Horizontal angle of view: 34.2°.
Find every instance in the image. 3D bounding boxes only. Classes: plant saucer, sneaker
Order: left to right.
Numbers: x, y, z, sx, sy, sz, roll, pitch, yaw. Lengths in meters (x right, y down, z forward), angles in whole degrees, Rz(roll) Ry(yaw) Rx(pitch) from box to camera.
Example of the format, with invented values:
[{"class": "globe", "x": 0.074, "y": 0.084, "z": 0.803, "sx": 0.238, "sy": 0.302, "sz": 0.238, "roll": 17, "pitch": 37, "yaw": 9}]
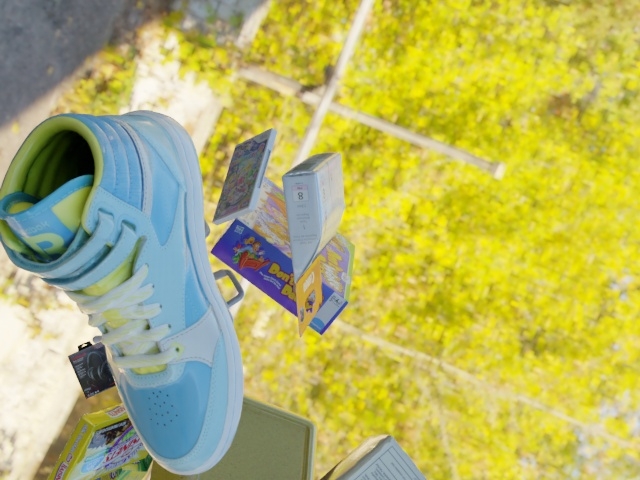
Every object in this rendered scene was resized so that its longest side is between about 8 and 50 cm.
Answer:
[{"class": "sneaker", "x": -0.169, "y": 0.045, "z": 0.834, "sx": 0.208, "sy": 0.127, "sz": 0.318, "roll": 0, "pitch": 76, "yaw": -70}, {"class": "plant saucer", "x": -0.135, "y": 0.413, "z": 1.888, "sx": 0.081, "sy": 0.333, "sz": 0.332, "roll": -42, "pitch": -147, "yaw": 43}]

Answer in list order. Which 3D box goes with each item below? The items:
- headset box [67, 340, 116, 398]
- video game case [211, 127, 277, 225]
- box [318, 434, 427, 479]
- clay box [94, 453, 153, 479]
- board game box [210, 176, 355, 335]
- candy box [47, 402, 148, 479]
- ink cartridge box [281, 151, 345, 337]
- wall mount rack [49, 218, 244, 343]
[{"class": "headset box", "x": -0.361, "y": 0.202, "z": 1.657, "sx": 0.062, "sy": 0.083, "sz": 0.032, "roll": -23, "pitch": 180, "yaw": -13}, {"class": "video game case", "x": -0.099, "y": -0.083, "z": 1.360, "sx": 0.087, "sy": 0.011, "sz": 0.122, "roll": -19, "pitch": -131, "yaw": 49}, {"class": "box", "x": 0.014, "y": 0.426, "z": 1.461, "sx": 0.311, "sy": 0.148, "sz": 0.121, "roll": -37, "pitch": 179, "yaw": -17}, {"class": "clay box", "x": -0.361, "y": 0.387, "z": 1.755, "sx": 0.222, "sy": 0.053, "sz": 0.127, "roll": -54, "pitch": -139, "yaw": 27}, {"class": "board game box", "x": -0.056, "y": 0.015, "z": 1.867, "sx": 0.078, "sy": 0.233, "sz": 0.347, "roll": -51, "pitch": -173, "yaw": 14}, {"class": "candy box", "x": -0.258, "y": 0.249, "z": 1.309, "sx": 0.105, "sy": 0.027, "sz": 0.206, "roll": -58, "pitch": 163, "yaw": 13}, {"class": "ink cartridge box", "x": 0.000, "y": 0.000, "z": 1.500, "sx": 0.189, "sy": 0.066, "sz": 0.232, "roll": -50, "pitch": 131, "yaw": -73}, {"class": "wall mount rack", "x": -0.314, "y": 0.096, "z": 1.942, "sx": 0.304, "sy": 0.130, "sz": 0.350, "roll": -30, "pitch": 139, "yaw": -7}]
